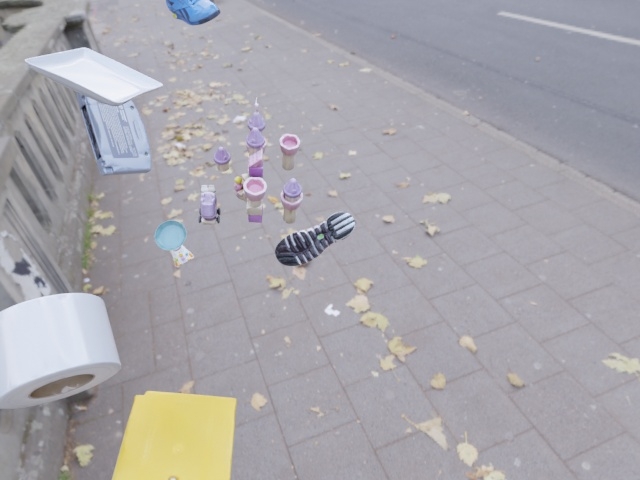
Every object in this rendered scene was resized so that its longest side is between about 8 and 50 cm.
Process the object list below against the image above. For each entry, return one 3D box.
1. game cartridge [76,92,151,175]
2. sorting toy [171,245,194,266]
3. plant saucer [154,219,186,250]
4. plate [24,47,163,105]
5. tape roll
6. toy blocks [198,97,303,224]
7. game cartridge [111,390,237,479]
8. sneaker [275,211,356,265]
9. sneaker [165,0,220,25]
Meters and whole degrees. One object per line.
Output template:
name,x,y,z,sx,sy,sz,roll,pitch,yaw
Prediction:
game cartridge,-0.704,-0.374,1.565,0.062,0.297,0.198,-17,-1,33
sorting toy,-0.589,0.060,1.892,0.083,0.075,0.045,-31,6,-12
plant saucer,-0.568,-0.017,1.713,0.119,0.021,0.119,0,75,-2
plate,-0.659,-0.481,1.340,0.278,0.045,0.277,24,30,-3
tape roll,-0.593,0.247,1.004,0.246,0.246,0.169,-20,70,-15
toy blocks,-0.208,-0.225,1.332,0.309,0.260,0.288,0,58,-7
game cartridge,-0.372,0.555,1.173,0.285,0.052,0.323,10,37,-12
sneaker,0.000,0.000,1.459,0.281,0.106,0.162,-24,-5,16
sneaker,-0.326,-0.589,1.106,0.069,0.082,0.209,-41,51,-18
